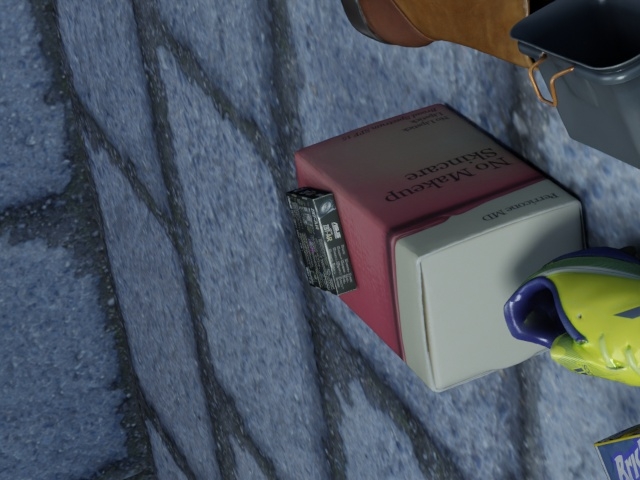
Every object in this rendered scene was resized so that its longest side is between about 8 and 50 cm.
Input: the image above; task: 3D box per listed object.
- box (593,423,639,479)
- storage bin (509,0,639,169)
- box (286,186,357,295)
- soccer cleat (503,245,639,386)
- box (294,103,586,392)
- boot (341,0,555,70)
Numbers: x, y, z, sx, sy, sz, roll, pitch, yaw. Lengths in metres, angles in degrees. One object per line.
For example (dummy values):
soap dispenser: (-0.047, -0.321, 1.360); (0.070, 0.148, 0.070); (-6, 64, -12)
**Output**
box: (0.261, 0.156, 1.260); (0.059, 0.054, 0.169); (68, 163, 6)
storage bin: (0.192, -0.100, 1.135); (0.135, 0.098, 0.091); (35, 152, 61)
box: (0.000, 0.000, 1.431); (0.067, 0.018, 0.083); (-165, 59, -68)
soccer cleat: (0.224, 0.073, 1.165); (0.289, 0.121, 0.093); (27, 134, 65)
box: (0.096, -0.001, 1.423); (0.232, 0.148, 0.127); (43, 147, 55)
boot: (0.063, -0.260, 1.328); (0.280, 0.096, 0.264); (23, 131, 66)
